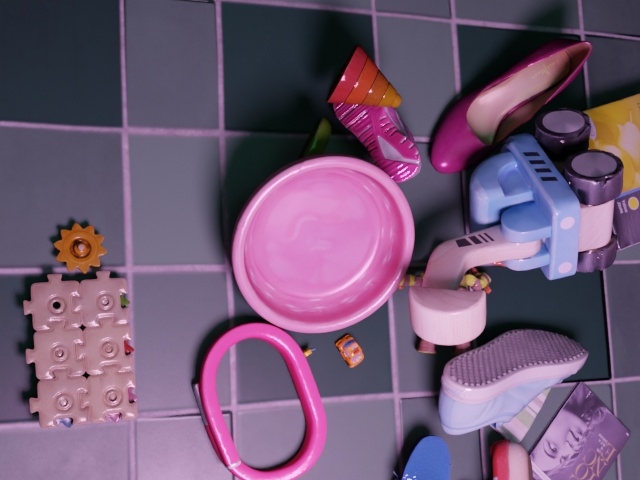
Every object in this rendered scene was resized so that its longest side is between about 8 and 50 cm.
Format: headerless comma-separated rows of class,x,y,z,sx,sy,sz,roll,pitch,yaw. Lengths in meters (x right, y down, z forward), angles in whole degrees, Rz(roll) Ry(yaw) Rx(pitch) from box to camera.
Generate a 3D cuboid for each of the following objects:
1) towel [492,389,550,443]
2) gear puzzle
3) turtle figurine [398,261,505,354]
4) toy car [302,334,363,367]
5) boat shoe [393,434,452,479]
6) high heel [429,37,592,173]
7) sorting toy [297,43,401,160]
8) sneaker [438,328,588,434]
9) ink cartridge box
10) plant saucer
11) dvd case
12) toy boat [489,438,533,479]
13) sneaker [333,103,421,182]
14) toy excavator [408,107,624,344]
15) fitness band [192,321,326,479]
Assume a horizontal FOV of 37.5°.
towel,0.385,0.316,1.870,0.113,0.023,0.152,42,68,-13
gear puzzle,-0.404,0.139,1.574,0.175,0.044,0.339,-3,81,-20
turtle figurine,0.254,0.109,1.807,0.269,0.087,0.218,5,81,-21
toy car,0.025,0.213,1.728,0.122,0.040,0.060,-15,88,-23
boat shoe,0.169,0.482,1.728,0.109,0.089,0.258,17,82,-5
high heel,0.370,-0.273,1.853,0.127,0.181,0.377,47,69,-10
sorting toy,0.037,-0.166,1.714,0.126,0.127,0.366,26,91,-8
sneaker,0.358,0.274,1.805,0.365,0.135,0.150,-9,124,-32
ink cartridge box,0.694,-0.161,2.029,0.307,0.072,0.304,-19,90,-20
plant saucer,0.000,0.000,1.667,0.332,0.084,0.332,-7,114,-15
dvd case,0.518,0.422,1.906,0.164,0.018,0.221,45,70,-10
toy boat,0.320,0.493,1.765,0.151,0.151,0.231,-5,65,17
sneaker,0.110,-0.209,1.794,0.103,0.111,0.252,-30,74,11
toy excavator,0.339,-0.013,1.737,0.444,0.433,0.222,-13,130,-4
fitness band,-0.103,0.288,1.662,0.209,0.054,0.291,-20,92,-23
